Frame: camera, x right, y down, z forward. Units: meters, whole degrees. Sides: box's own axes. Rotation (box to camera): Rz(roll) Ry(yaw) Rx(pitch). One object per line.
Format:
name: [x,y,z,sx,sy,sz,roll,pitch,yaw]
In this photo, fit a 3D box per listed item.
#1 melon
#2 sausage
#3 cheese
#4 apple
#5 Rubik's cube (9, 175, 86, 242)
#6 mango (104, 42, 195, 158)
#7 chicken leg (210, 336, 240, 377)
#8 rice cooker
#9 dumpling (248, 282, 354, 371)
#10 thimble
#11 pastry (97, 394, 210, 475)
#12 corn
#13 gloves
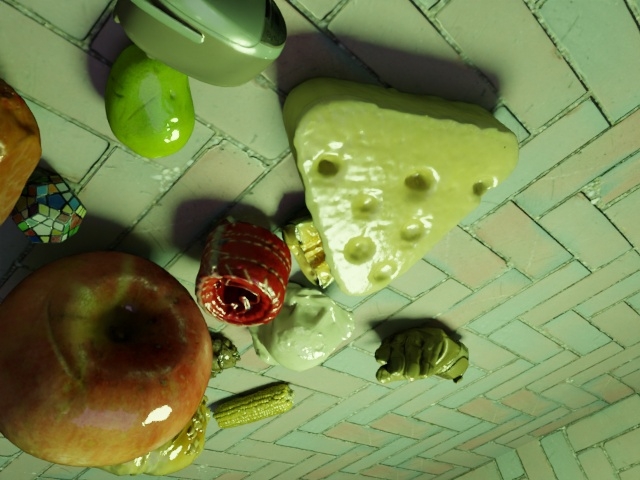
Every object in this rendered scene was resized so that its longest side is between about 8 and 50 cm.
melon: [0.000,0.000,1.020,0.128,0.079,0.160,-29,125,-10]
sausage: [-0.472,-0.100,0.704,0.141,0.153,0.268,40,121,-4]
cheese: [0.103,-0.069,0.896,0.384,0.104,0.384,-9,126,-12]
apple: [-0.380,0.206,0.924,0.364,0.364,0.364,-8,139,-7]
Rubik's cube: [-0.419,-0.048,0.827,0.111,0.093,0.111,-9,140,-7]
mango: [-0.234,-0.190,0.735,0.117,0.089,0.163,-2,126,-2]
chicken leg: [-0.267,0.250,1.220,0.125,0.080,0.196,-16,140,22]
rice cooker: [-0.140,-0.266,0.627,0.206,0.145,0.127,18,140,-28]
dumpling: [-0.056,0.184,1.170,0.258,0.147,0.193,-32,106,27]
thimble: [-0.139,0.067,0.986,0.163,0.125,0.189,7,141,4]
pastry: [-0.384,0.359,1.164,0.316,0.284,0.184,20,111,-24]
corn: [-0.179,0.455,1.472,0.238,0.080,0.080,-21,139,6]
gloves: [0.252,0.291,1.368,0.154,0.141,0.331,-16,158,43]
